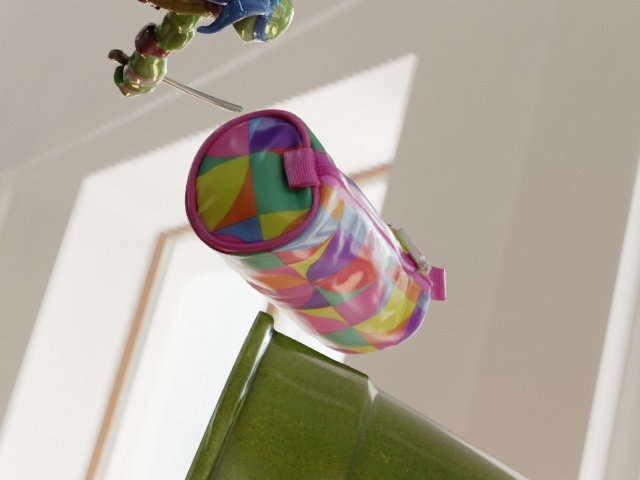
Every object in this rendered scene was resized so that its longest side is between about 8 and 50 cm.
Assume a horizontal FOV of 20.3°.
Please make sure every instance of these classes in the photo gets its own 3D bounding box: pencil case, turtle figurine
[{"bbox_3d":[0.000,0.000,1.152,0.104,0.104,0.236,4,-16,24],"label":"pencil case"},{"bbox_3d":[-0.142,-0.232,1.487,0.266,0.275,0.198,31,-66,1],"label":"turtle figurine"}]

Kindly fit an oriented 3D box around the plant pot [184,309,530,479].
[{"bbox_3d":[0.060,0.272,0.966,0.353,0.366,0.366,22,-23,0],"label":"plant pot"}]
